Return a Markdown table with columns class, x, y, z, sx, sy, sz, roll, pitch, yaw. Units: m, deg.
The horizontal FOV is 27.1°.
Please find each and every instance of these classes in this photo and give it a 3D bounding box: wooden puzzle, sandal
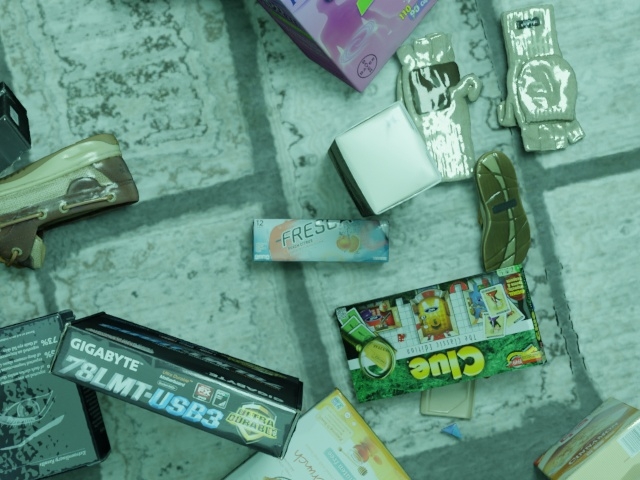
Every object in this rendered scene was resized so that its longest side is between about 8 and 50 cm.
| class | x | y | z | sx | sy | sz | roll | pitch | yaw |
| --- | --- | --- | --- | --- | --- | --- | --- | --- | --- |
| wooden puzzle | 0.174 | 0.204 | 1.801 | 0.079 | 0.014 | 0.116 | 13 | 89 | 4 |
| sandal | 0.237 | -0.037 | 1.782 | 0.072 | 0.049 | 0.180 | -16 | 108 | -13 |

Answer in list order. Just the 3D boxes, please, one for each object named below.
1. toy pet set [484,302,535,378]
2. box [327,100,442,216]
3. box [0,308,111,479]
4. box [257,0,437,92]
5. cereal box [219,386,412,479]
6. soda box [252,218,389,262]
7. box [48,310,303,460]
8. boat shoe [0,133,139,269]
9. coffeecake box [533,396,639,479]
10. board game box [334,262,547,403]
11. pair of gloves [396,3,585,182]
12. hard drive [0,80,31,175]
| class | x | y | z | sx | sy | sz | roll | pitch | yaw |
| --- | --- | --- | --- | --- | --- | --- | --- | --- | --- |
| toy pet set | 0.224 | 0.102 | 1.791 | 0.122 | 0.065 | 0.114 | 45 | 120 | 10 |
| box | 0.076 | -0.097 | 1.672 | 0.094 | 0.275 | 0.113 | -28 | 90 | -1 |
| box | -0.380 | 0.209 | 1.747 | 0.153 | 0.108 | 0.207 | -15 | 90 | -1 |
| box | 0.034 | -0.347 | 1.682 | 0.117 | 0.243 | 0.213 | 38 | 88 | 35 |
| cereal box | -0.017 | 0.338 | 1.779 | 0.240 | 0.047 | 0.173 | -39 | 90 | -1 |
| soda box | 0.000 | 0.000 | 1.776 | 0.183 | 0.063 | 0.058 | 0 | 90 | -1 |
| box | -0.168 | 0.173 | 1.657 | 0.295 | 0.293 | 0.073 | 20 | 89 | 0 |
| boat shoe | -0.401 | -0.016 | 1.747 | 0.342 | 0.123 | 0.123 | -27 | 88 | -7 |
| coffeecake box | 0.365 | 0.281 | 1.716 | 0.142 | 0.185 | 0.068 | -41 | 90 | -1 |
| board game box | 0.156 | 0.125 | 1.753 | 0.260 | 0.030 | 0.136 | -15 | 91 | 19 |
| pair of gloves | 0.225 | -0.197 | 1.792 | 0.240 | 0.042 | 0.204 | -17 | 88 | -1 |
| hard drive | -0.519 | -0.062 | 1.686 | 0.339 | 0.237 | 0.064 | -36 | 111 | -2 |
